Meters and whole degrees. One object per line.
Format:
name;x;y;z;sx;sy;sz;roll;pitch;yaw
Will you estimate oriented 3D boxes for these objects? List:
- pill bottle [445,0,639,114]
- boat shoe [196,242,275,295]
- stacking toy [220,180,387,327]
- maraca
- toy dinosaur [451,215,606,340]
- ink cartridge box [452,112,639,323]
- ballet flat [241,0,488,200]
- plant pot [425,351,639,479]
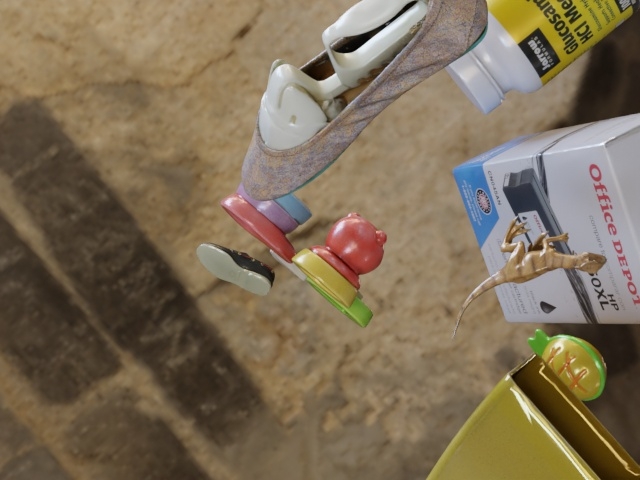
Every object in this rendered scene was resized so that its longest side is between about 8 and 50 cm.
pill bottle;0.359;-0.366;2.145;0.188;0.334;0.188;50;-175;-6
boat shoe;-0.134;0.040;2.063;0.133;0.049;0.042;28;-145;-4
stacking toy;0.000;0.000;2.176;0.309;0.130;0.279;38;175;29
maraca;0.460;0.233;2.441;0.099;0.127;0.185;-18;-155;-35
toy dinosaur;0.237;0.032;1.563;0.064;0.211;0.112;49;-144;-26
ink cartridge box;0.415;-0.028;2.020;0.166;0.395;0.285;-25;-82;-26
ballet flat;0.016;-0.161;1.269;0.106;0.316;0.108;29;-152;-48
plant pot;0.239;0.281;1.523;0.212;0.187;0.212;49;-165;10
